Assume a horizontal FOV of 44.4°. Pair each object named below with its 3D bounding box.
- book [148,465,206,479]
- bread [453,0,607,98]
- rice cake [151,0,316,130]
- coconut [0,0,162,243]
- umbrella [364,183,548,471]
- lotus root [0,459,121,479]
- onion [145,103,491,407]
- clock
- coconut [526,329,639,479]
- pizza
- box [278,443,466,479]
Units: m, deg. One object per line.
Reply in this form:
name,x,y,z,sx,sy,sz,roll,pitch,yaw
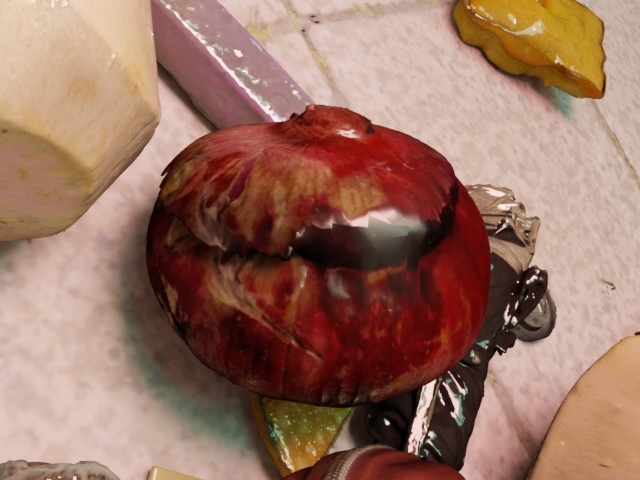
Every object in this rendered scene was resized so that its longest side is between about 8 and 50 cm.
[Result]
book,-0.072,0.203,0.524,0.111,0.014,0.077,26,55,-26
bread,0.268,-0.278,1.017,0.233,0.088,0.160,29,47,-21
rice cake,-0.146,-0.207,0.647,0.399,0.070,0.064,45,51,-10
coconut,-0.203,-0.123,0.459,0.241,0.241,0.241,19,56,-31
umbrella,0.117,0.092,0.674,0.113,0.106,0.357,28,53,-1
lotus root,-0.127,0.281,0.339,0.175,0.175,0.349,20,59,-31
onion,0.000,0.000,0.556,0.247,0.190,0.246,8,27,-4
clock,0.217,0.067,0.834,0.085,0.017,0.085,19,57,-31
coconut,0.339,0.222,0.631,0.353,0.353,0.352,19,56,-31
pizza,-0.008,0.132,0.608,0.109,0.026,0.122,3,63,-42
box,0.045,0.315,0.412,0.263,0.108,0.403,34,50,-67
